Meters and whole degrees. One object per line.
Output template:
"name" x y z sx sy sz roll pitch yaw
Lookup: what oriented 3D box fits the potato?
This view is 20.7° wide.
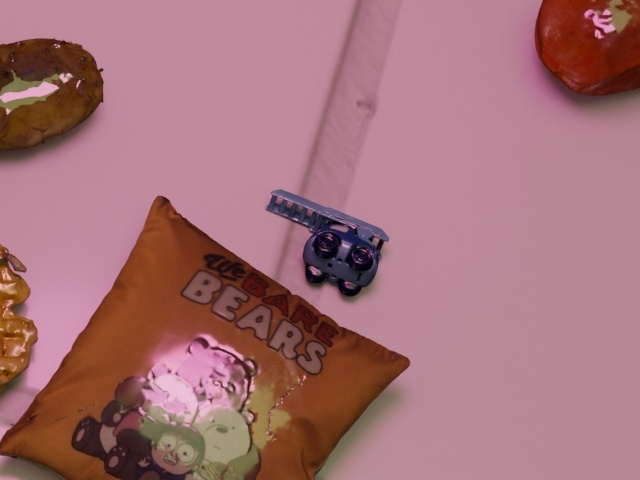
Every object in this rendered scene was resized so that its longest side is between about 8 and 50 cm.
"potato" -0.334 -0.148 1.817 0.226 0.090 0.117 -14 59 -13

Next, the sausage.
"sausage" 0.365 -0.251 1.963 0.268 0.153 0.141 -16 74 -16

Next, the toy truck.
"toy truck" 0.000 0.000 1.850 0.136 0.063 0.074 23 48 -1

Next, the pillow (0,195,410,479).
"pillow" -0.113 0.157 1.734 0.310 0.119 0.312 31 69 5

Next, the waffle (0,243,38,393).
"waffle" -0.429 0.073 1.736 0.280 0.060 0.262 44 71 8
